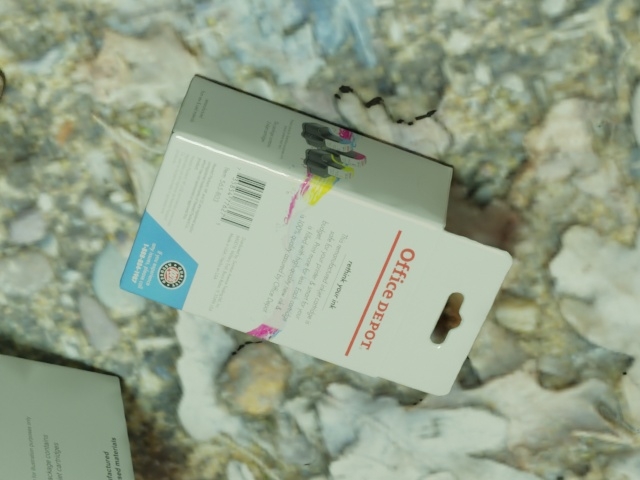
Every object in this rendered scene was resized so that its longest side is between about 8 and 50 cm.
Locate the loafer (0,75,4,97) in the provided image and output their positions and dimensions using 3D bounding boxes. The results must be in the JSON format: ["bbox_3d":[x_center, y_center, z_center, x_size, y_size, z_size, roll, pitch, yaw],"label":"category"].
[{"bbox_3d":[-0.221,-0.097,1.012,0.125,0.039,0.045,33,155,-10],"label":"loafer"}]

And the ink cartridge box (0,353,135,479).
[{"bbox_3d":[-0.236,0.166,1.065,0.233,0.168,0.171,13,127,-24],"label":"ink cartridge box"}]

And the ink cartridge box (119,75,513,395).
[{"bbox_3d":[0.000,0.000,1.022,0.181,0.061,0.104,20,124,-4],"label":"ink cartridge box"}]
